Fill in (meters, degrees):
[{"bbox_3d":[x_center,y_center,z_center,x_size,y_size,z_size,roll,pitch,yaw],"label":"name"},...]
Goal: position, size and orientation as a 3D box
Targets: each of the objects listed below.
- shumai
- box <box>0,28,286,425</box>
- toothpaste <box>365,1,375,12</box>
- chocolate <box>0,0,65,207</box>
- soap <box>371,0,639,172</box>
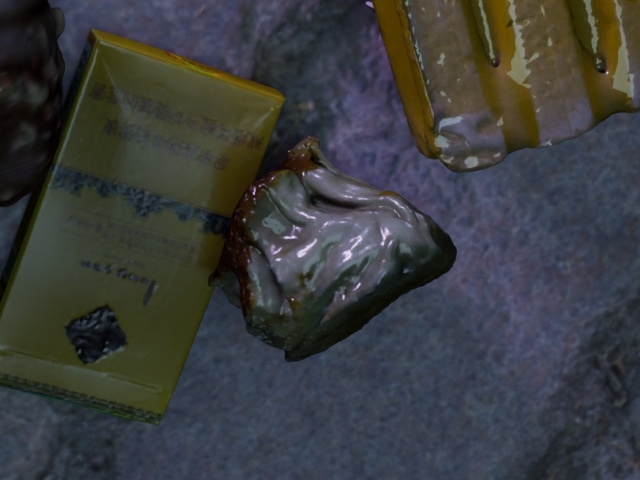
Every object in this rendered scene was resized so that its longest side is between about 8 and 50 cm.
[{"bbox_3d":[0.002,-0.001,1.353,0.184,0.184,0.142,-31,84,-4],"label":"shumai"},{"bbox_3d":[-0.145,-0.005,1.347,0.153,0.041,0.279,17,104,-22],"label":"box"},{"bbox_3d":[0.147,-0.292,1.321,0.100,0.066,0.323,33,94,-14],"label":"toothpaste"},{"bbox_3d":[-0.278,-0.149,1.168,0.210,0.225,0.340,-17,114,-24],"label":"chocolate"},{"bbox_3d":[0.122,-0.222,1.252,0.199,0.091,0.314,-21,111,-12],"label":"soap"}]
